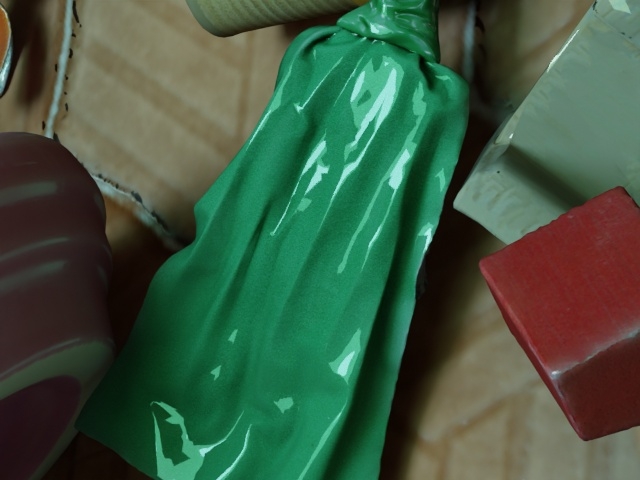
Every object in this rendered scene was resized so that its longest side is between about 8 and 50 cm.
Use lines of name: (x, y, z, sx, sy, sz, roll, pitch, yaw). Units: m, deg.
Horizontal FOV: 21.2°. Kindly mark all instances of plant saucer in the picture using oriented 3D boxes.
plant saucer: (-0.202, 0.100, 0.695, 0.084, 0.332, 0.332, 46, 111, 10)

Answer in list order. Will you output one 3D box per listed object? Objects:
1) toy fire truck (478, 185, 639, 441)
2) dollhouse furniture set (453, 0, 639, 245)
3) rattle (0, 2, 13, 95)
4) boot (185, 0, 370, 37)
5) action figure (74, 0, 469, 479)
toy fire truck: (0.117, -0.051, 0.361, 0.192, 0.135, 0.047, -26, 37, -1)
dollhouse furniture set: (0.165, -0.168, 0.497, 0.394, 0.256, 0.362, 36, 107, 1)
rattle: (-0.154, -0.182, 0.892, 0.200, 0.142, 0.130, 62, 152, 14)
boot: (0.026, -0.239, 0.720, 0.211, 0.104, 0.295, -16, 75, 31)
action figure: (0.000, 0.000, 0.677, 0.137, 0.063, 0.232, 25, 105, 13)
